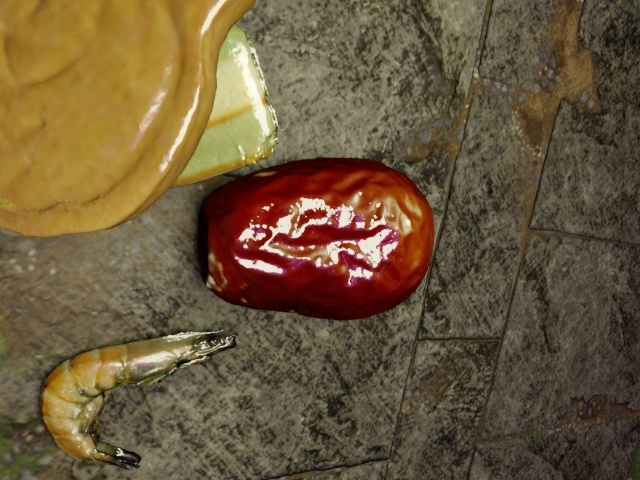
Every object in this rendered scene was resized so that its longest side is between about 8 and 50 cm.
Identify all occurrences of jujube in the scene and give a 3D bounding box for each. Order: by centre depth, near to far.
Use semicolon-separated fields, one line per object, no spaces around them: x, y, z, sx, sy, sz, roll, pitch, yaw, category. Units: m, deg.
0.000;0.000;0.622;0.317;0.223;0.223;-2;103;-24;jujube

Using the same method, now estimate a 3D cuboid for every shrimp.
-0.234;0.221;0.638;0.261;0.051;0.198;-14;115;-22;shrimp

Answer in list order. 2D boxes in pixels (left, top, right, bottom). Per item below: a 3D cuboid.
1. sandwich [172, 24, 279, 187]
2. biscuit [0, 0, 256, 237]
-0.185;-0.127;0.473;0.198;0.227;0.155;-26;112;-21;sandwich
-0.250;-0.200;0.381;0.385;0.062;0.365;31;94;9;biscuit
